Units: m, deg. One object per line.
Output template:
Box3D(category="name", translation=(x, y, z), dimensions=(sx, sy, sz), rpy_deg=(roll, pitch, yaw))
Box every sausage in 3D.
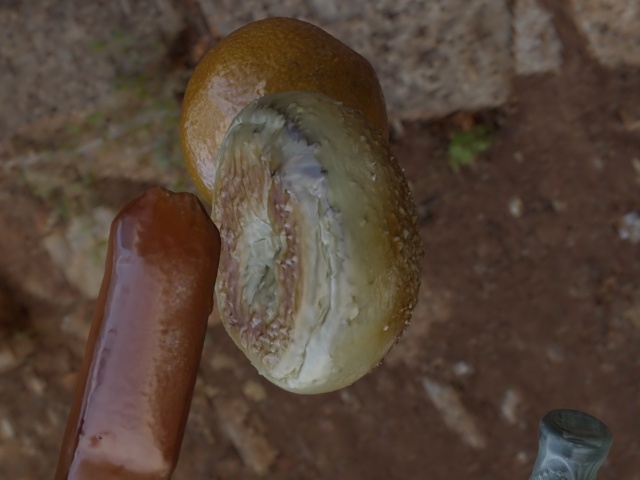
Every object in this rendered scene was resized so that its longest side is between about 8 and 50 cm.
Box3D(category="sausage", translation=(-0.156, 0.127, 1.495), dimensions=(0.094, 0.097, 0.348), rpy_deg=(-145, 68, -83))

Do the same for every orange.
Box3D(category="orange", translation=(-0.045, -0.128, 2.129), dimensions=(0.264, 0.264, 0.264), rpy_deg=(43, 147, 36))

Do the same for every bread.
Box3D(category="bread", translation=(0.000, 0.000, 1.783), dimensions=(0.305, 0.159, 0.305), rpy_deg=(24, 117, 61))

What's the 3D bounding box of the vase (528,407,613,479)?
Box3D(category="vase", translation=(0.236, 0.280, 1.829), dimensions=(0.096, 0.096, 0.219), rpy_deg=(36, 123, 43))
